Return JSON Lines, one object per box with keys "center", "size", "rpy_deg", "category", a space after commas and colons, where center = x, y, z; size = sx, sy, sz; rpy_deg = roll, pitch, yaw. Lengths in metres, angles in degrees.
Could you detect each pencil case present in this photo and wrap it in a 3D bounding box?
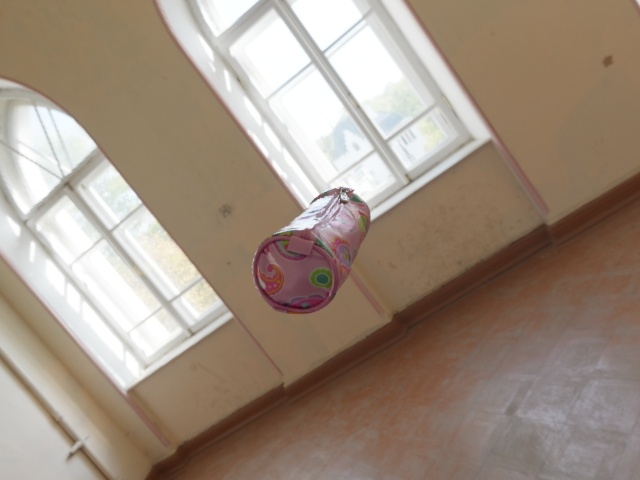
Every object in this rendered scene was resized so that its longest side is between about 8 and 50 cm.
{"center": [0.000, 0.000, 0.701], "size": [0.124, 0.124, 0.284], "rpy_deg": [-34, 7, 24], "category": "pencil case"}
